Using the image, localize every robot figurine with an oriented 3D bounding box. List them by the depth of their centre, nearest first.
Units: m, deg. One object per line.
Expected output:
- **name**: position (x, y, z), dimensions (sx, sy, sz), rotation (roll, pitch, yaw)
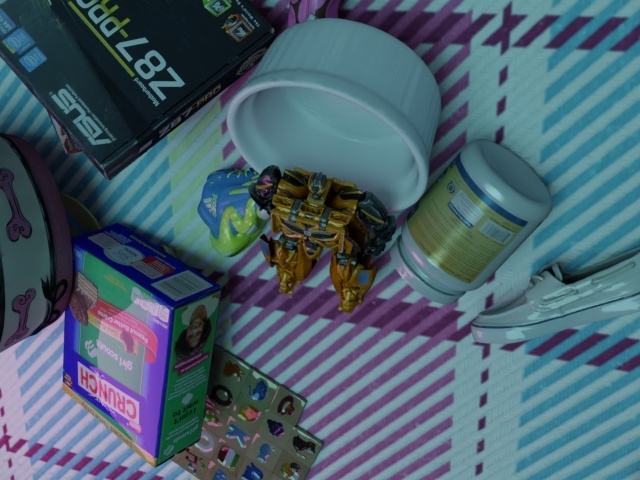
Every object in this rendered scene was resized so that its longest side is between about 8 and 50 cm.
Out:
- **robot figurine**: position (0.000, 0.000, 1.239), dimensions (0.211, 0.085, 0.291), rotation (15, 154, 11)

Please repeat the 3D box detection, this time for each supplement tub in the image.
- **supplement tub**: position (0.201, -0.022, 1.192), dimensions (0.144, 0.144, 0.200), rotation (42, 120, 6)

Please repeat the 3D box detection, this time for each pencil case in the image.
- **pencil case**: position (-0.002, -0.363, 1.190), dimensions (0.095, 0.098, 0.209), rotation (15, 113, 20)

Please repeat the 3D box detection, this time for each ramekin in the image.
- **ramekin**: position (0.027, -0.165, 1.163), dimensions (0.277, 0.135, 0.277), rotation (17, 152, 9)

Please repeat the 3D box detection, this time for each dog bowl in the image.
- **dog bowl**: position (-0.566, -0.003, 1.483), dimensions (0.408, 0.150, 0.408), rotation (18, 115, 45)

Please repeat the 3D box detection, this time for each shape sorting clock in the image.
- **shape sorting clock**: position (-0.467, 0.008, 1.571), dimensions (0.206, 0.040, 0.206), rotation (9, 111, 24)

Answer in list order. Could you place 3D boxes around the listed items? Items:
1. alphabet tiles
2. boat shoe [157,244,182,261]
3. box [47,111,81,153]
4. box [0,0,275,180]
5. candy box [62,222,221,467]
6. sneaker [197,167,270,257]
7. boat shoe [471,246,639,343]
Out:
- **alphabet tiles**: position (-0.170, 0.335, 1.571), dimensions (0.342, 0.011, 0.285), rotation (30, 118, 13)
- **boat shoe**: position (-0.244, 0.078, 1.498), dimensions (0.056, 0.048, 0.153), rotation (-18, 94, 43)
- **box**: position (-0.389, -0.271, 1.360), dimensions (0.122, 0.128, 0.257), rotation (-22, 101, -13)
- **box**: position (-0.309, -0.335, 1.242), dimensions (0.318, 0.097, 0.395), rotation (-40, 89, -11)
- **candy box**: position (-0.312, 0.172, 1.473), dimensions (0.268, 0.122, 0.317), rotation (27, 122, 31)
- **sneaker**: position (-0.114, -0.080, 1.349), dimensions (0.126, 0.091, 0.240), rotation (50, 120, 4)
- **boat shoe**: position (0.329, 0.074, 1.199), dimensions (0.267, 0.096, 0.088), rotation (-17, 97, 28)
